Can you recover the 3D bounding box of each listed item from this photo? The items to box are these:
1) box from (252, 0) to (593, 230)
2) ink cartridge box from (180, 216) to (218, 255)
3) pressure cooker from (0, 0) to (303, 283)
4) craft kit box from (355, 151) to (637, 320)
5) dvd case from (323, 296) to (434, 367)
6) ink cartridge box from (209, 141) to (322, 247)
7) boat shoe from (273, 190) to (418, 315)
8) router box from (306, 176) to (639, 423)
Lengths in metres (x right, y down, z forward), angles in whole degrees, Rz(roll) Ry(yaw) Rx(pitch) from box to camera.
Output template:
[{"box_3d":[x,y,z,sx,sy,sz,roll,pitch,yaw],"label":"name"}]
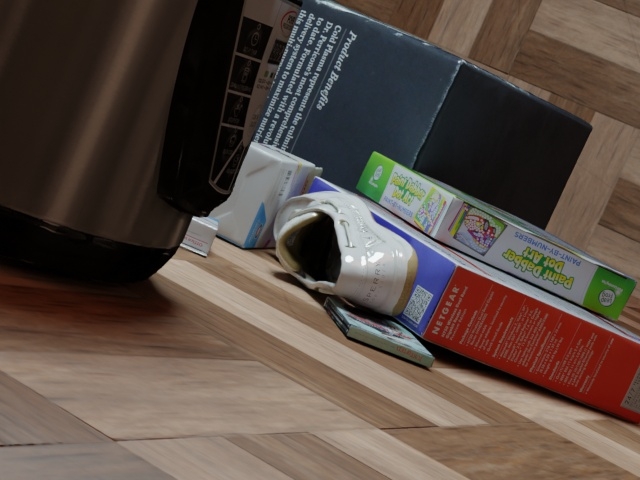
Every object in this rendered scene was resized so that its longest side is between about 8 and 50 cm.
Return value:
[{"box_3d":[0.041,-0.154,2.204,0.472,0.297,0.480,29,8,28],"label":"box"},{"box_3d":[-0.127,-0.011,1.583,0.048,0.028,0.083,23,7,-6],"label":"ink cartridge box"},{"box_3d":[-0.208,-0.217,1.240,0.375,0.420,0.370,19,7,-41],"label":"pressure cooker"},{"box_3d":[0.191,-0.009,1.801,0.247,0.061,0.250,27,4,-22],"label":"craft kit box"},{"box_3d":[0.053,0.085,1.509,0.087,0.013,0.119,22,7,-13],"label":"dvd case"},{"box_3d":[-0.064,-0.050,1.789,0.062,0.104,0.181,26,6,13],"label":"ink cartridge box"},{"box_3d":[0.000,0.000,1.633,0.096,0.098,0.277,12,7,-25],"label":"boat shoe"},{"box_3d":[0.163,0.059,1.742,0.301,0.082,0.335,23,6,-29],"label":"router box"}]
